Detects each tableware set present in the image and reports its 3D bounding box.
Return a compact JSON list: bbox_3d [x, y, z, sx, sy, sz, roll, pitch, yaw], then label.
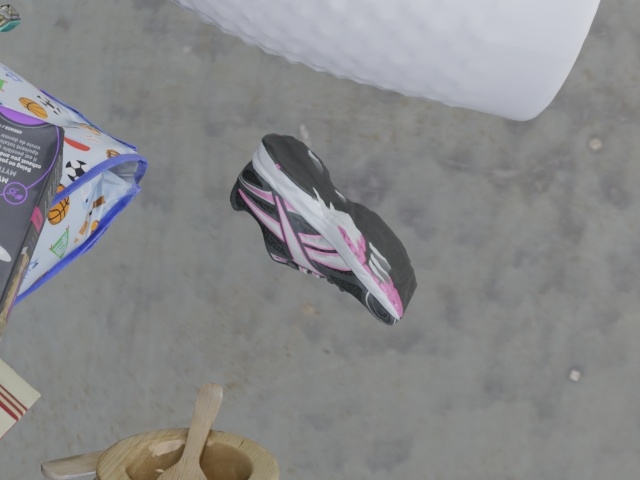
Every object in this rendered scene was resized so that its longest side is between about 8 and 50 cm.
[{"bbox_3d":[-0.100,0.100,0.442,0.194,0.128,0.039,-6,108,-33],"label":"tableware set"}]

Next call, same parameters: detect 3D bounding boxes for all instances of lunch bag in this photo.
[{"bbox_3d":[-0.485,-0.104,1.725,0.328,0.385,0.239,32,128,5],"label":"lunch bag"}]

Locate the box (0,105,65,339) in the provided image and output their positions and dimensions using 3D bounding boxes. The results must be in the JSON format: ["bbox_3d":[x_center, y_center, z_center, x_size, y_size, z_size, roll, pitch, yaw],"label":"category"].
[{"bbox_3d":[-0.367,0.005,1.101,0.165,0.143,0.270,20,71,-8],"label":"box"}]

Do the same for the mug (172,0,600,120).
[{"bbox_3d":[0.034,-0.301,0.820,0.328,0.276,0.374,13,79,-3],"label":"mug"}]

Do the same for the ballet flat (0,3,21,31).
[{"bbox_3d":[-0.387,-0.265,1.355,0.041,0.114,0.041,-1,105,-3],"label":"ballet flat"}]

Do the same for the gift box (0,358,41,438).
[{"bbox_3d":[-0.621,0.259,1.745,0.258,0.276,0.255,43,95,-6],"label":"gift box"}]

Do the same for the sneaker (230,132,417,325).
[{"bbox_3d":[0.000,0.000,0.910,0.178,0.072,0.077,50,122,5],"label":"sneaker"}]
